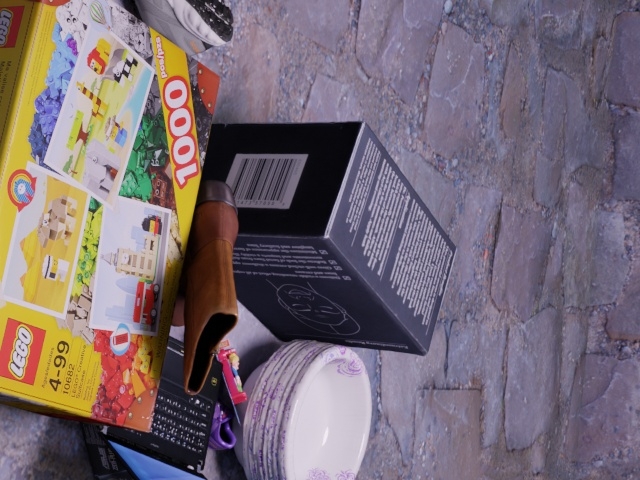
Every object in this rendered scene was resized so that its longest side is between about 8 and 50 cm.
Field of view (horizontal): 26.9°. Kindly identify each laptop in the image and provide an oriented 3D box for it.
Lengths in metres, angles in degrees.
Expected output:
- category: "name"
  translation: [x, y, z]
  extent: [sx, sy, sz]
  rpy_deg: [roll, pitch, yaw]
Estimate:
- category: "laptop"
  translation: [-0.182, 0.259, 1.854]
  extent: [0.234, 0.136, 0.264]
  rpy_deg: [36, 57, -49]

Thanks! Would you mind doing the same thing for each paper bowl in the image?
- category: "paper bowl"
  translation: [-0.041, 0.305, 2.231]
  extent: [0.284, 0.148, 0.284]
  rpy_deg: [-23, 118, -56]

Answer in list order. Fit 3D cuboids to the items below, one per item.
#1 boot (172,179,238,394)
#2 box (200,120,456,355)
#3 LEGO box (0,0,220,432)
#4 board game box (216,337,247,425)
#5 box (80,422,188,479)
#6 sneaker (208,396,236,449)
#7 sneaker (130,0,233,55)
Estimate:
- category: "boot"
  translation: [-0.163, 0.099, 1.815]
  extent: [0.096, 0.264, 0.280]
  rpy_deg: [16, 38, -22]
- category: "box"
  translation: [0.000, 0.000, 2.154]
  extent: [0.395, 0.293, 0.212]
  rpy_deg: [50, 51, -49]
- category: "LEGO box"
  translation: [-0.343, -0.042, 1.677]
  extent: [0.372, 0.193, 0.500]
  rpy_deg: [30, 67, -56]
- category: "board game box"
  translation: [-0.139, 0.208, 2.110]
  extent: [0.133, 0.033, 0.169]
  rpy_deg: [-120, -167, -63]
- category: "box"
  translation: [-0.266, 0.269, 1.935]
  extent: [0.147, 0.077, 0.180]
  rpy_deg: [-37, 122, -52]
- category: "sneaker"
  translation: [-0.171, 0.256, 2.101]
  extent: [0.068, 0.071, 0.170]
  rpy_deg: [-50, 132, -46]
- category: "sneaker"
  translation: [-0.245, -0.368, 1.918]
  extent: [0.271, 0.108, 0.100]
  rpy_deg: [49, 32, -27]
